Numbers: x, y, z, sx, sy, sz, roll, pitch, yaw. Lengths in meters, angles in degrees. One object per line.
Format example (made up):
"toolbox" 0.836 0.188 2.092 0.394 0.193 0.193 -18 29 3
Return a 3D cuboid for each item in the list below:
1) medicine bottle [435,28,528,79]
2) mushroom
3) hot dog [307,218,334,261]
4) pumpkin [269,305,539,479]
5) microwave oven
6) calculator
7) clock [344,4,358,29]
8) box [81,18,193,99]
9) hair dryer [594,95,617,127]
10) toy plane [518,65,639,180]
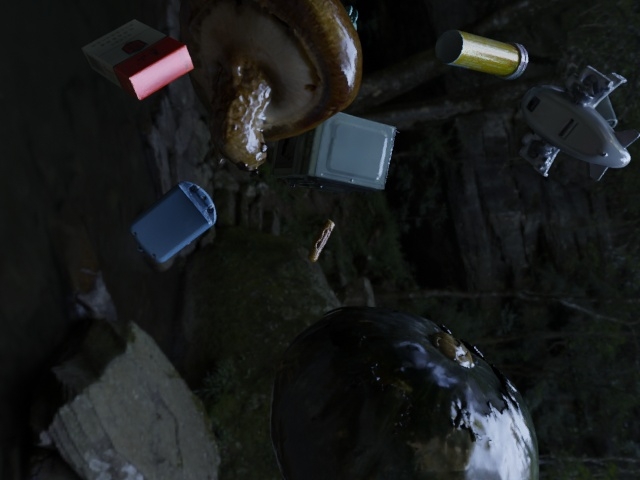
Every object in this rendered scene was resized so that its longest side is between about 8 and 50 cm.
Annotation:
"medicine bottle" 0.312 -0.357 1.098 0.074 0.218 0.073 8 -80 47
"mushroom" -0.095 -0.296 0.975 0.345 0.346 0.259 87 23 -46
"hot dog" 0.001 0.000 1.673 0.028 0.044 0.137 18 -105 55
"pumpkin" 0.130 0.298 0.932 0.454 0.455 0.343 -108 -142 -71
"microwave oven" 0.026 -0.256 1.753 0.355 0.287 0.218 -166 -93 -67
"calculator" -0.332 -0.040 1.271 0.121 0.210 0.039 52 12 -8
"clock" 0.039 -0.544 1.544 0.188 0.060 0.148 -61 -154 21
"box" -0.276 -0.275 0.858 0.152 0.100 0.048 33 -25 37
"hair dryer" 0.644 -0.307 1.436 0.183 0.044 0.154 -45 -142 50
"toy plane" 0.534 -0.237 1.194 0.118 0.252 0.251 -31 122 -51
